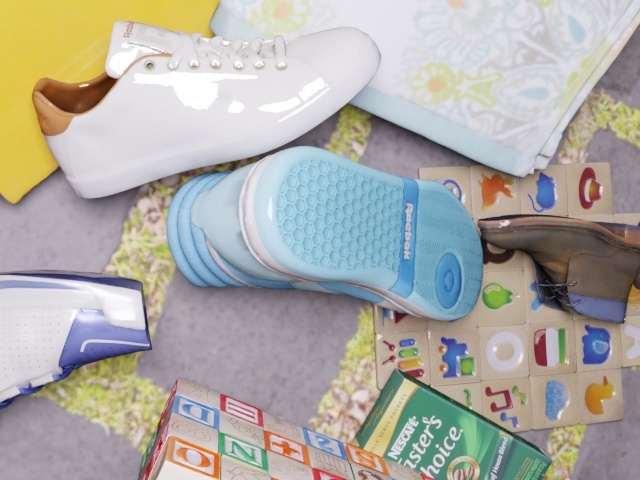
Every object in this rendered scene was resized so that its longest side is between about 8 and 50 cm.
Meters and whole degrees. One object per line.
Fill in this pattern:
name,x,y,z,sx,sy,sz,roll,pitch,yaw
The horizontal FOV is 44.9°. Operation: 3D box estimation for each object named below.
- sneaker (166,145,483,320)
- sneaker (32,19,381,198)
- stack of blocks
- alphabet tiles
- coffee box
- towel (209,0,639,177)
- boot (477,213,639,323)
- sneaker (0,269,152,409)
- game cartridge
sneaker,0.000,0.000,0.725,0.319,0.208,0.127,22,71,-45
sneaker,-0.098,-0.131,0.626,0.290,0.106,0.123,-19,125,6
stack of blocks,-0.005,0.235,0.654,0.297,0.171,0.087,24,96,-11
alphabet tiles,0.219,0.060,0.833,0.342,0.011,0.285,-3,88,-14
coffee box,0.127,0.220,0.777,0.184,0.040,0.113,31,92,-11
towel,0.129,-0.253,0.701,0.374,0.090,0.321,20,115,-20
boot,0.248,0.030,0.784,0.219,0.082,0.106,5,92,-27
sneaker,-0.298,0.119,0.648,0.315,0.127,0.182,-2,92,-8
game cartridge,-0.233,-0.221,0.630,0.323,0.052,0.285,-43,136,-12
